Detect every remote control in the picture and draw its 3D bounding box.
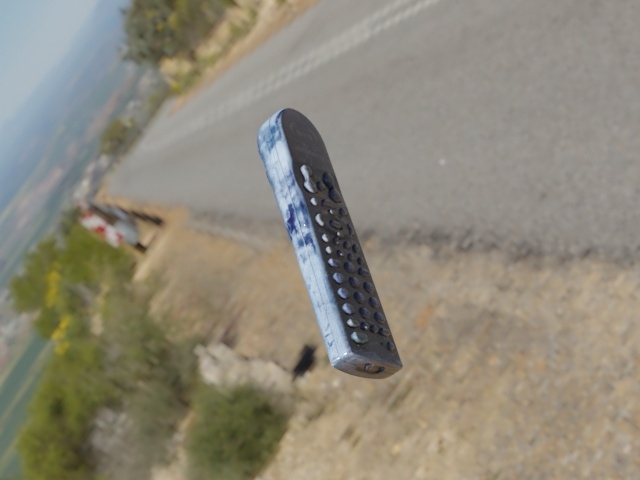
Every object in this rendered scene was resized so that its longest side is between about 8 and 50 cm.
[{"bbox_3d":[0.001,-0.001,0.738,0.027,0.043,0.152,-34,56,22],"label":"remote control"}]
